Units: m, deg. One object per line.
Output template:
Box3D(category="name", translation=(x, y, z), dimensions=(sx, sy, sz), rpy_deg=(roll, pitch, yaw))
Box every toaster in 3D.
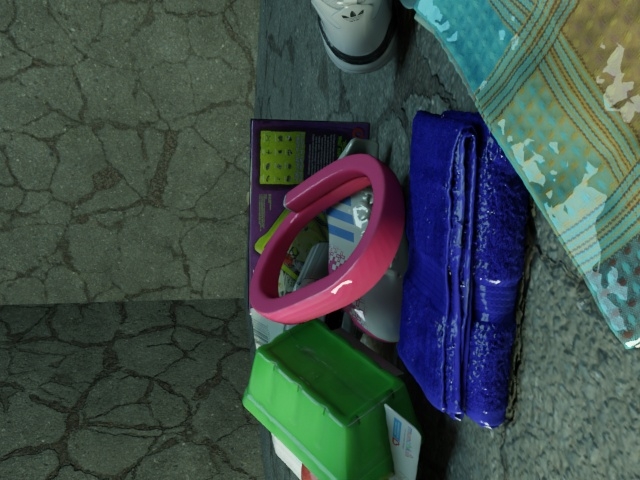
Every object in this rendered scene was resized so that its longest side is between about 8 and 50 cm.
Box3D(category="toaster", translation=(0.017, 0.107, 1.025), dimensions=(0.146, 0.129, 0.227), rpy_deg=(-63, -15, -59))

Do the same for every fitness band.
Box3D(category="fitness band", translation=(0.000, 0.000, 0.833), dimensions=(0.291, 0.054, 0.209), rpy_deg=(-29, 42, 45))

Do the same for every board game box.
Box3D(category="board game box", translation=(-0.025, -0.040, 1.116), dimensions=(0.056, 0.208, 0.346), rpy_deg=(-123, 35, -74))

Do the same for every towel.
Box3D(category="towel", translation=(0.176, -0.146, 0.405), dimensions=(0.271, 0.040, 0.370), rpy_deg=(105, 149, -55))
Box3D(category="towel", translation=(0.135, 0.015, 0.676), dimensions=(0.227, 0.076, 0.308), rpy_deg=(-137, 48, -73))

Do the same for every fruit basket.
Box3D(category="fruit basket", translation=(0.025, 0.296, 0.917), dimensions=(0.327, 0.165, 0.353), rpy_deg=(31, 143, 41))

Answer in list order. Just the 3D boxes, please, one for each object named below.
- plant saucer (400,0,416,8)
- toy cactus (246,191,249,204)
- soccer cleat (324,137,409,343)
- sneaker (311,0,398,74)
Box3D(category="plant saucer", translation=(0.134, -0.381, 0.753), dimensions=(0.195, 0.037, 0.195), rpy_deg=(180, 90, -77))
Box3D(category="toy cactus", translation=(-0.087, -0.107, 1.513), dimensions=(0.112, 0.180, 0.219), rpy_deg=(15, 111, 57))
Box3D(category="soccer cleat", translation=(0.070, -0.016, 0.895), dimensions=(0.331, 0.116, 0.143), rpy_deg=(-105, 30, -41))
Box3D(category="sneaker", translation=(0.030, -0.440, 0.880), dimensions=(0.210, 0.137, 0.365), rpy_deg=(54, -154, -73))
